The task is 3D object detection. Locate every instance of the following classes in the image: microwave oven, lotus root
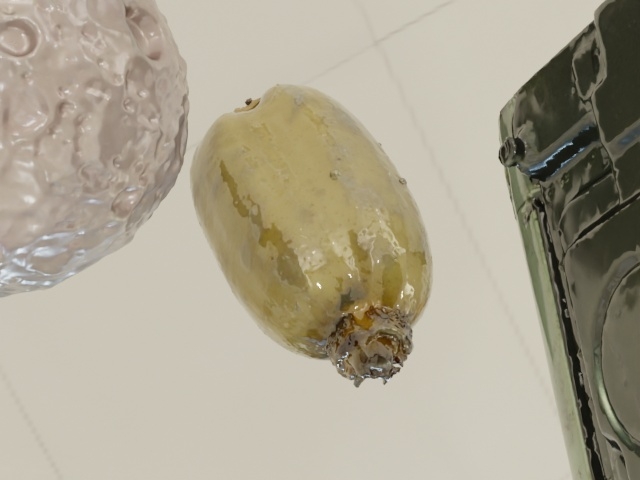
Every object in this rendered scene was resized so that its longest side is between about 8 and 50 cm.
[{"bbox_3d":[0.278,0.044,0.850,0.247,0.333,0.394,-1,68,-23],"label":"microwave oven"},{"bbox_3d":[0.000,0.000,1.238,0.169,0.342,0.151,-27,137,-3],"label":"lotus root"}]

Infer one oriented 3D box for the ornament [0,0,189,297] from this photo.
[{"bbox_3d":[-0.211,-0.079,0.996,0.259,0.259,0.225,-33,95,-28],"label":"ornament"}]
